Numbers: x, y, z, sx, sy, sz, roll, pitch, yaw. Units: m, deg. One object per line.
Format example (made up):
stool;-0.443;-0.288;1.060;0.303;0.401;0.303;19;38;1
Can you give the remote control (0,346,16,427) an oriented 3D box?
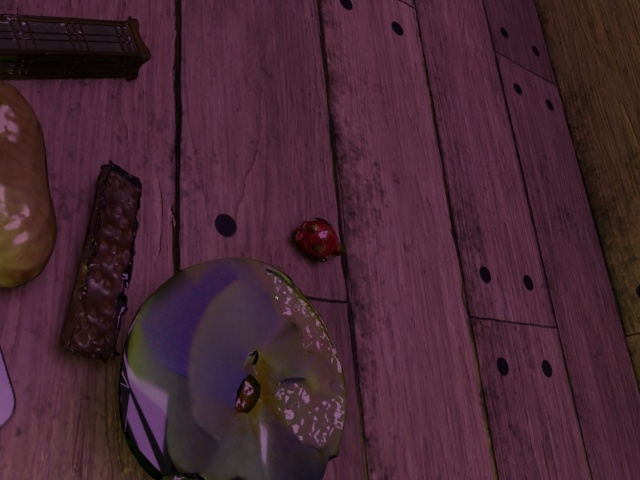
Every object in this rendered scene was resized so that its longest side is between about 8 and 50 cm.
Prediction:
remote control;-0.486;0.146;0.820;0.077;0.022;0.245;-14;79;-45

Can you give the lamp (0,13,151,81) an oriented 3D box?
lamp;-0.461;-0.329;1.012;0.325;0.089;0.090;-14;79;-43

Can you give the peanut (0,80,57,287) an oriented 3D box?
peanut;-0.465;-0.090;0.861;0.147;0.147;0.319;-1;75;-40

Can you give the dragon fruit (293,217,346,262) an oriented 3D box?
dragon fruit;0.001;0.002;1.246;0.116;0.081;0.086;39;40;-18

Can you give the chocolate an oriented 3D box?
chocolate;-0.350;0.030;0.953;0.102;0.065;0.330;49;37;-57

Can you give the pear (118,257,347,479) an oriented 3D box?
pear;-0.152;0.238;0.952;0.398;0.165;0.399;17;61;-33
